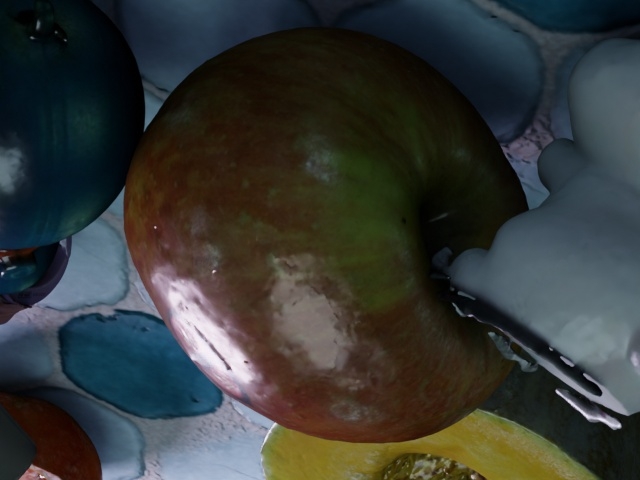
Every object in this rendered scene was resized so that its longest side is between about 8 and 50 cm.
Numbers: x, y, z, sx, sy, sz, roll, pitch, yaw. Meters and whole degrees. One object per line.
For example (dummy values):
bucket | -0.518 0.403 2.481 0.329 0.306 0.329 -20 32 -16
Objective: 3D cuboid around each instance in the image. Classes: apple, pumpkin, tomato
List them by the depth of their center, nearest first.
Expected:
apple | 0.000 0.000 1.450 0.250 0.277 0.309 -12 101 39
pumpkin | 0.138 0.158 1.684 0.332 0.199 0.332 15 141 13
tomato | -0.317 0.213 1.971 0.236 0.095 0.237 11 146 8

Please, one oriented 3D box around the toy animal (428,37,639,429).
toy animal | 0.231 -0.037 1.340 0.183 0.310 0.247 38 177 -12

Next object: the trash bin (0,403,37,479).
trash bin | -0.397 0.154 1.746 0.250 0.219 0.220 47 161 -10

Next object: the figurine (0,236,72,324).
figurine | -0.296 0.019 1.703 0.157 0.114 0.126 -12 179 29

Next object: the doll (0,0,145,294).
doll | -0.236 -0.075 1.495 0.186 0.199 0.322 -7 155 -23
